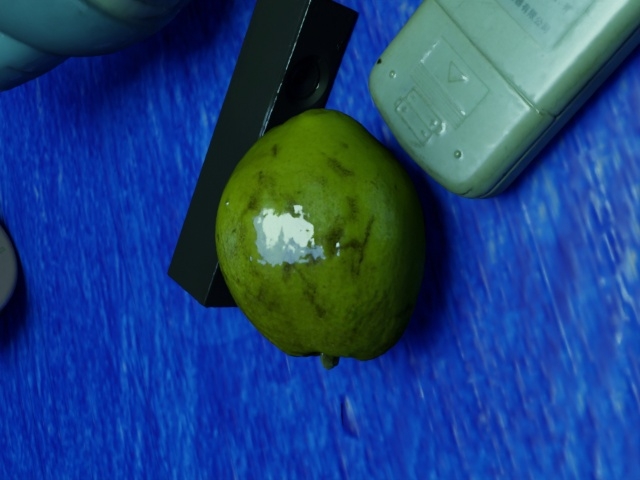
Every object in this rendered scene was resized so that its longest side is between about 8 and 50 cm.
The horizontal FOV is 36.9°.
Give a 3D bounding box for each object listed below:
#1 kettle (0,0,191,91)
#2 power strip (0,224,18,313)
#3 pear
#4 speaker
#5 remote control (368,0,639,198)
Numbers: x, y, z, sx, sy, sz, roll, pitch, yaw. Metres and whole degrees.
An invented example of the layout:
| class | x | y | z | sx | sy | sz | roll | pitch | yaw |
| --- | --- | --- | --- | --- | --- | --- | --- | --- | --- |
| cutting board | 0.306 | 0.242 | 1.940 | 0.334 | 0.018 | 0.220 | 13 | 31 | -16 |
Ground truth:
| class | x | y | z | sx | sy | sz | roll | pitch | yaw |
| --- | --- | --- | --- | --- | --- | --- | --- | --- | --- |
| kettle | -0.209 | -0.256 | 0.600 | 0.319 | 0.247 | 0.342 | -28 | 80 | 29 |
| power strip | -0.324 | 0.025 | 0.753 | 0.078 | 0.154 | 0.154 | -45 | 60 | 35 |
| pear | 0.000 | 0.000 | 0.490 | 0.107 | 0.107 | 0.131 | -13 | 73 | 42 |
| speaker | -0.038 | -0.054 | 0.569 | 0.046 | 0.040 | 0.191 | 34 | 112 | 39 |
| remote control | 0.115 | -0.126 | 0.433 | 0.233 | 0.038 | 0.098 | -51 | 58 | 28 |
